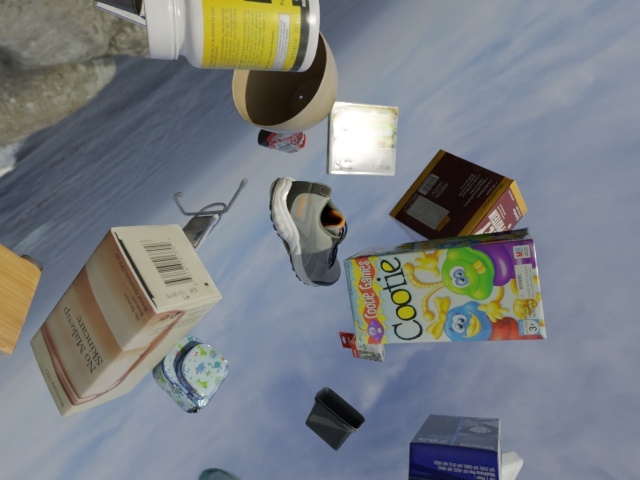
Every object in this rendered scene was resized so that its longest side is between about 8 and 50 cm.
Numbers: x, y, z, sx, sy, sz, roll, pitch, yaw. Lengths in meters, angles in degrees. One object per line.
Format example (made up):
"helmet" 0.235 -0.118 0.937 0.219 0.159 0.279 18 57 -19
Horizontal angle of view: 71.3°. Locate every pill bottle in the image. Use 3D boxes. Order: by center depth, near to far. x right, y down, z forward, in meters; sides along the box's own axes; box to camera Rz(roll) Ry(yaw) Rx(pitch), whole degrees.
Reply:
"pill bottle" -0.116 -0.283 0.576 0.208 0.119 0.119 -6 -177 -20

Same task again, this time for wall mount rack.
"wall mount rack" -0.374 -0.069 1.381 0.303 0.131 0.350 -5 -144 23

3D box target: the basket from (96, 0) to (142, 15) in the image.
"basket" -0.475 -0.572 0.872 0.154 0.226 0.205 -112 -150 -60

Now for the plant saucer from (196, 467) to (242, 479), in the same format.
"plant saucer" -0.252 0.811 1.310 0.317 0.318 0.043 -30 171 40

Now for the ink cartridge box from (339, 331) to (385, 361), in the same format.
"ink cartridge box" 0.099 0.264 1.111 0.114 0.063 0.029 3 -143 24

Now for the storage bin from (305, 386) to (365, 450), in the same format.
"storage bin" 0.032 0.459 1.145 0.091 0.135 0.098 -59 160 13

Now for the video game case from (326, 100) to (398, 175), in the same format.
"video game case" 0.124 -0.297 1.318 0.226 0.207 0.026 -2 -170 -24

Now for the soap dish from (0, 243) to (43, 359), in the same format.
"soap dish" -0.422 0.016 0.415 0.228 0.291 0.118 -21 -146 46

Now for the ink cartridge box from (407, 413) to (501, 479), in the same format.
"ink cartridge box" 0.280 0.422 0.906 0.165 0.065 0.332 -4 172 21

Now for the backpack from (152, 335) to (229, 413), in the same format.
"backpack" -0.226 0.228 0.790 0.084 0.114 0.105 -41 -172 39

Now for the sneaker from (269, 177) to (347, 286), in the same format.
"sneaker" 0.000 0.000 0.785 0.107 0.272 0.101 1 -125 19

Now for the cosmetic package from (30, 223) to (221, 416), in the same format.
"cosmetic package" -0.311 0.124 0.697 0.296 0.153 0.129 -45 162 25

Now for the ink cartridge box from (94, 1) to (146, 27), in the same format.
"ink cartridge box" -0.477 -0.701 1.344 0.072 0.303 0.308 -45 -145 52

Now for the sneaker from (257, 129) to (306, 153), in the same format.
"sneaker" -0.091 -0.386 1.544 0.270 0.144 0.090 -23 -116 48

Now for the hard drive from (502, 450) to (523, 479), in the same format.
"hard drive" 0.325 0.616 1.040 0.047 0.352 0.233 36 -73 49

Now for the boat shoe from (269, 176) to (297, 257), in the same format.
"boat shoe" -0.069 -0.044 1.265 0.109 0.305 0.091 -12 -133 3

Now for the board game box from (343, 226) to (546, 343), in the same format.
"board game box" 0.196 0.073 0.712 0.274 0.145 0.142 -8 -176 24

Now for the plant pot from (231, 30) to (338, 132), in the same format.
"plant pot" -0.066 -0.403 1.188 0.284 0.284 0.190 -38 157 17

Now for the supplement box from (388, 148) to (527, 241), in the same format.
"supplement box" 0.297 -0.061 0.973 0.191 0.129 0.194 -51 -133 1
